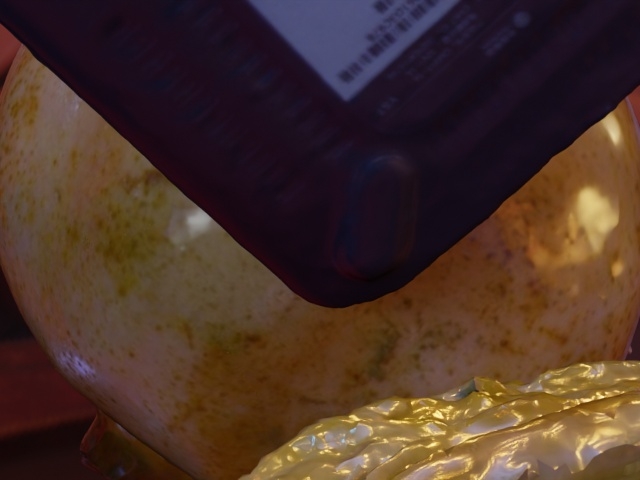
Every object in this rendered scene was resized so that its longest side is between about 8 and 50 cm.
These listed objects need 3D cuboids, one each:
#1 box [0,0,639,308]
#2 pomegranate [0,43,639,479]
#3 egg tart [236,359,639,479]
[{"bbox_3d":[0.025,-0.140,0.737,0.289,0.290,0.073,45,8,-32],"label":"box"},{"bbox_3d":[0.000,0.000,1.083,0.416,0.417,0.417,37,-8,6],"label":"pomegranate"},{"bbox_3d":[0.061,0.165,0.393,0.294,0.294,0.123,39,-42,-8],"label":"egg tart"}]
